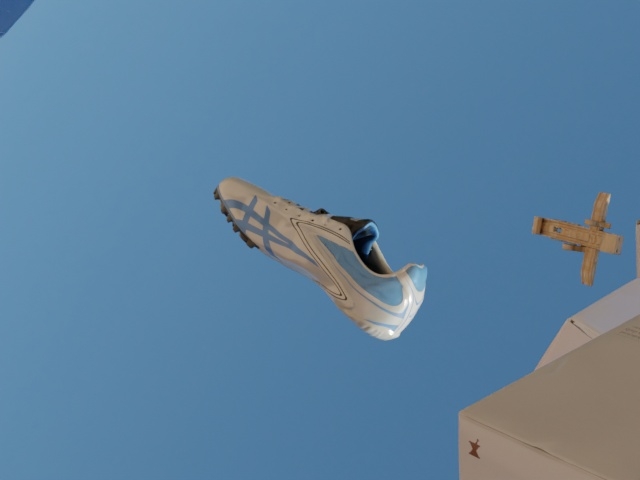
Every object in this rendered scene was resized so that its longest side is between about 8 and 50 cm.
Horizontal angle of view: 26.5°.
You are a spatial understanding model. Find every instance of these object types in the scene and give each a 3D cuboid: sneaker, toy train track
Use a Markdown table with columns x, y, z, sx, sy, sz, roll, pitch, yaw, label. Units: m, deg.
| x | y | z | sx | sy | sz | roll | pitch | yaw | label |
| --- | --- | --- | --- | --- | --- | --- | --- | --- | --- |
| 0.000 | 0.000 | 1.245 | 0.237 | 0.085 | 0.086 | 35 | -83 | 28 | sneaker |
| 0.128 | -0.004 | 0.703 | 0.083 | 0.014 | 0.048 | -159 | -101 | -69 | toy train track |

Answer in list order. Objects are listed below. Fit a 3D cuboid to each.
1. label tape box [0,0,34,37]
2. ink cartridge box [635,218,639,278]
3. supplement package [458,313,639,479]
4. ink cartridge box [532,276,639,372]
| x | y | z | sx | sy | sz | roll | pitch | yaw | label |
| --- | --- | --- | --- | --- | --- | --- | --- | --- | --- |
| -0.327 | -0.361 | 1.088 | 0.249 | 0.347 | 0.115 | -57 | -177 | -29 | label tape box |
| 0.391 | 0.075 | 1.302 | 0.154 | 0.212 | 0.093 | 10 | -152 | 37 | ink cartridge box |
| 0.163 | 0.109 | 0.642 | 0.105 | 0.179 | 0.105 | 21 | -57 | 45 | supplement package |
| 0.191 | 0.158 | 0.998 | 0.100 | 0.172 | 0.237 | 36 | -66 | 19 | ink cartridge box |
